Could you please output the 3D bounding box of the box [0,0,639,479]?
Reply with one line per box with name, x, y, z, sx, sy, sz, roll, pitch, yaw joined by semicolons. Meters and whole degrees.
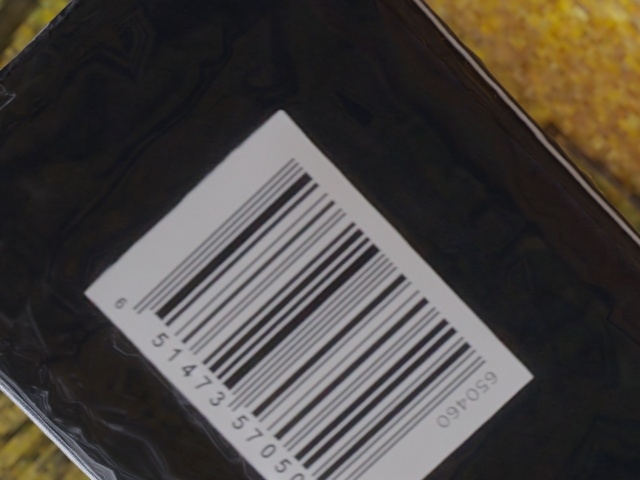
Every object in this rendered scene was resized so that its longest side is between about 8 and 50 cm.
box;0.000;0.000;0.813;0.293;0.212;0.395;46;-175;-7
